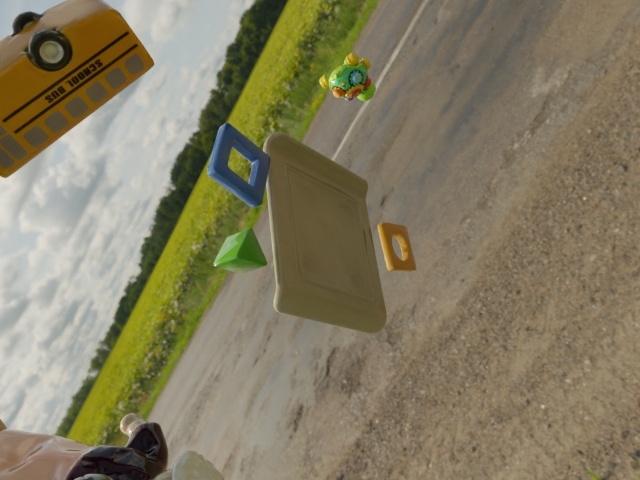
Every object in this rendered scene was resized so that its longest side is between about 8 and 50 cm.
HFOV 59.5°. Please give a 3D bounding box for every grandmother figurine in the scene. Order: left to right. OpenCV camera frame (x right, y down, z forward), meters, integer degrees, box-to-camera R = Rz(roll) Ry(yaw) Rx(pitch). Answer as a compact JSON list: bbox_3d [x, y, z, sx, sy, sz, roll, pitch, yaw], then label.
[{"bbox_3d":[-0.250,0.264,0.613,0.208,0.342,0.104,-57,-36,-55],"label":"grandmother figurine"}]

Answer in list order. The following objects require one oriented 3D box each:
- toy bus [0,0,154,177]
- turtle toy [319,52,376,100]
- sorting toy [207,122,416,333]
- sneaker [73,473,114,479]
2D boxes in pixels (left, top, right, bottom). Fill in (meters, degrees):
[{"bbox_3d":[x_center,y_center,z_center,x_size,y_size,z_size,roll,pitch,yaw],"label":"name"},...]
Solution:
[{"bbox_3d":[-0.406,-0.203,0.765,0.333,0.130,0.108,-41,50,-9],"label":"toy bus"},{"bbox_3d":[0.067,-0.321,1.136,0.095,0.066,0.130,-32,-14,31],"label":"turtle toy"},{"bbox_3d":[0.000,0.000,0.627,0.047,0.348,0.196,-21,62,35],"label":"sorting toy"},{"bbox_3d":[-0.190,0.210,0.249,0.086,0.132,0.228,-5,59,60],"label":"sneaker"}]
